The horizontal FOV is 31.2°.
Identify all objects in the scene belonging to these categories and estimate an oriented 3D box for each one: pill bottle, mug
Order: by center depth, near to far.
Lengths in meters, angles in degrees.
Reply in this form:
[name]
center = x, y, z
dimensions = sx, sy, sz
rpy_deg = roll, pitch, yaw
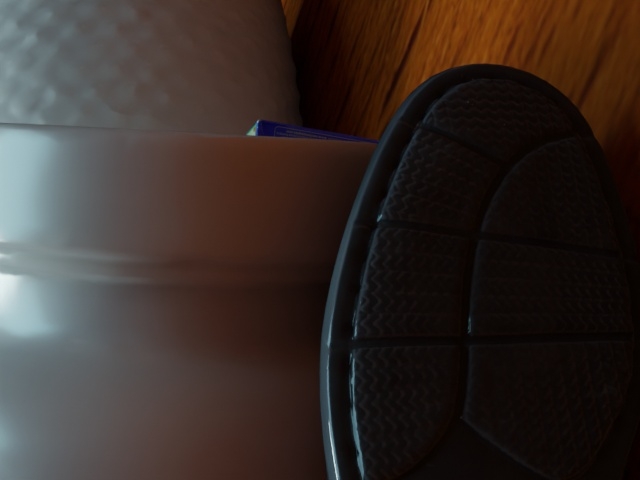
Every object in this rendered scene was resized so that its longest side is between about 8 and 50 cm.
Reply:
[pill bottle]
center = -0.070, 0.138, 0.466
dimensions = 0.210, 0.210, 0.363
rpy_deg = -162, 74, -74
[mug]
center = -0.135, -0.030, 0.840
dimensions = 0.328, 0.276, 0.374
rpy_deg = -101, -5, -48

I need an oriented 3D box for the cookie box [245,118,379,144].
[cookie box]
center = 0.000, 0.000, 0.595
dimensions = 0.040, 0.091, 0.107
rpy_deg = 145, 133, -74

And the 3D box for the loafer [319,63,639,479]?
[loafer]
center = 0.044, 0.093, 0.372
dimensions = 0.095, 0.109, 0.303
rpy_deg = 126, 148, -65
